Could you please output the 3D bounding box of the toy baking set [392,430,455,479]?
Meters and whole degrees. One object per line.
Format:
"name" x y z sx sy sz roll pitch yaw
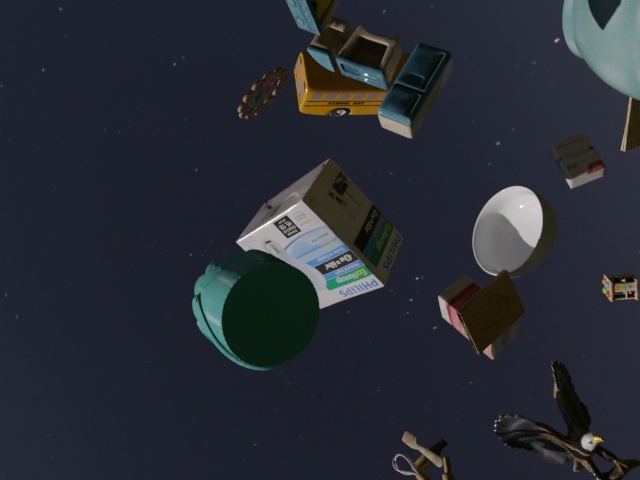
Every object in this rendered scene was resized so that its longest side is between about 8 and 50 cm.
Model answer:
"toy baking set" 0.261 0.622 1.241 0.030 0.196 0.256 22 -121 -37

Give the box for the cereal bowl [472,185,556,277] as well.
"cereal bowl" 0.728 -0.020 1.794 0.141 0.339 0.339 17 -119 -23

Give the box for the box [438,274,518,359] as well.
"box" 0.523 0.252 1.615 0.127 0.232 0.149 -38 -43 -11

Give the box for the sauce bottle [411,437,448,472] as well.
"sauce bottle" 0.319 0.630 1.420 0.128 0.042 0.042 -44 -83 -13

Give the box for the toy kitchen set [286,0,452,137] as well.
"toy kitchen set" 0.053 -0.260 0.654 0.207 0.166 0.122 27 -98 23

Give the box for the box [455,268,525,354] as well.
"box" 0.493 0.206 1.405 0.201 0.021 0.164 -37 -66 -14

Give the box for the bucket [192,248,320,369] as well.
"bucket" -0.147 0.160 1.157 0.281 0.183 0.281 -3 -83 -27

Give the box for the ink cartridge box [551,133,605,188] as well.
"ink cartridge box" 0.769 -0.238 1.457 0.056 0.099 0.135 44 -151 -55

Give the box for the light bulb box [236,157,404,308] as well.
"light bulb box" 0.000 0.000 1.537 0.361 0.358 0.225 45 -133 -17

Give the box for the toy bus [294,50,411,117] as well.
"toy bus" 0.108 -0.366 1.139 0.332 0.130 0.108 -5 -103 -16

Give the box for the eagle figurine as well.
"eagle figurine" 0.607 0.471 1.191 0.298 0.225 0.226 43 -141 19

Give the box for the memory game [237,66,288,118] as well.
"memory game" -0.154 -0.401 1.335 0.012 0.186 0.186 46 -129 4

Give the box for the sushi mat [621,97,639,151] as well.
"sushi mat" 0.651 -0.338 0.930 0.151 0.019 0.317 -12 -68 -18

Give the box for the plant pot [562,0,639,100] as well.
"plant pot" 0.498 -0.352 0.720 0.293 0.196 0.293 -11 -63 -23

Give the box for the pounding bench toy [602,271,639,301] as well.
"pounding bench toy" 0.707 0.105 1.160 0.083 0.065 0.052 -47 -52 -68
